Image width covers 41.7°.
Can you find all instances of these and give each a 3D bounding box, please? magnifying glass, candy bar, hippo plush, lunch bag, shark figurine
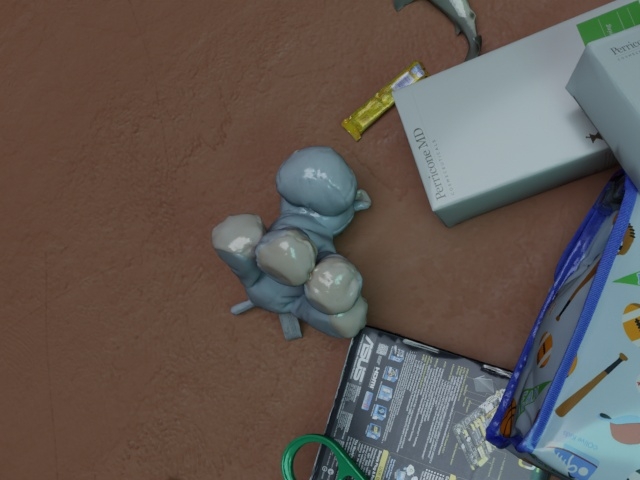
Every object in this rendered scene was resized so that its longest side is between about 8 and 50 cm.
[{"bbox_3d":[0.050,0.340,1.163,0.231,0.026,0.092,19,88,25],"label":"magnifying glass"},{"bbox_3d":[0.104,-0.224,1.332,0.161,0.018,0.040,-40,76,7],"label":"candy bar"},{"bbox_3d":[0.000,0.000,1.241,0.234,0.294,0.236,24,66,16],"label":"hippo plush"},{"bbox_3d":[0.431,0.142,1.017,0.328,0.239,0.385,25,81,1],"label":"lunch bag"},{"bbox_3d":[0.168,-0.374,1.312,0.116,0.166,0.278,-34,91,36],"label":"shark figurine"}]

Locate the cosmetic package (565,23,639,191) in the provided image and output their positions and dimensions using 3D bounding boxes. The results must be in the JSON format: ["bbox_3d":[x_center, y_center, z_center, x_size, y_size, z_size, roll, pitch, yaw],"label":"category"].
[{"bbox_3d":[0.531,-0.160,0.991,0.377,0.097,0.284,-22,64,-14],"label":"cosmetic package"}]

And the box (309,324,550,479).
[{"bbox_3d":[0.148,0.350,1.190,0.318,0.097,0.394,15,86,21],"label":"box"}]

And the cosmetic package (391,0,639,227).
[{"bbox_3d":[0.309,-0.175,1.190,0.366,0.155,0.196,-21,77,12],"label":"cosmetic package"}]

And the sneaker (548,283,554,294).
[{"bbox_3d":[0.427,0.087,1.160,0.212,0.080,0.094,-6,94,16],"label":"sneaker"}]
